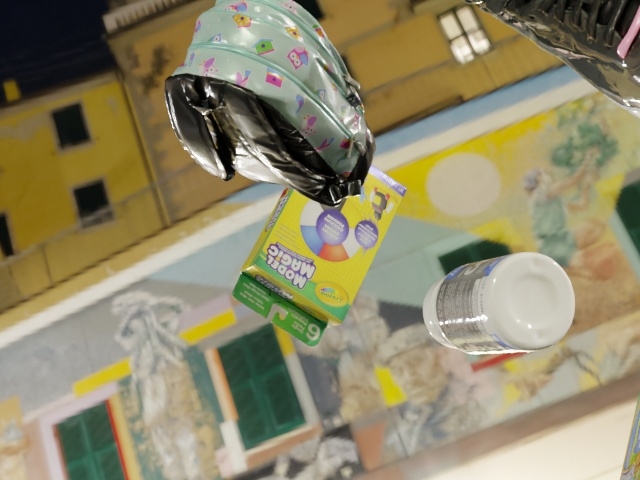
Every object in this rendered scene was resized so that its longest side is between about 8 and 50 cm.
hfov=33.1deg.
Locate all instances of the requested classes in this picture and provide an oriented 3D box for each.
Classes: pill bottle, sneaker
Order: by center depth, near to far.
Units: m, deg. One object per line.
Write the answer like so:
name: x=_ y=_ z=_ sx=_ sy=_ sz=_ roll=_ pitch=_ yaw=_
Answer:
sneaker: x=0.175 y=-0.172 z=0.758 sx=0.146 sy=0.296 sz=0.105 roll=21 pitch=-74 yaw=-25
pill bottle: x=0.141 y=0.054 z=0.885 sx=0.078 sy=0.078 sz=0.137 roll=-11 pitch=-3 yaw=-20

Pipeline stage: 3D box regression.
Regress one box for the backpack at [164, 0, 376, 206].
backpack: x=-0.044 y=-0.114 z=0.862 sx=0.151 sy=0.115 sz=0.182 roll=9 pitch=-21 yaw=26

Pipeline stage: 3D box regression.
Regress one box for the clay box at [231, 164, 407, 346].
clay box: x=0.000 y=0.000 z=1.259 sx=0.127 sy=0.222 sz=0.053 roll=33 pitch=-25 yaw=-15

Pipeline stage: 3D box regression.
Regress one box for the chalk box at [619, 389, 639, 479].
chalk box: x=0.503 y=0.314 z=1.424 sx=0.180 sy=0.289 sz=0.179 roll=16 pitch=-27 yaw=8
